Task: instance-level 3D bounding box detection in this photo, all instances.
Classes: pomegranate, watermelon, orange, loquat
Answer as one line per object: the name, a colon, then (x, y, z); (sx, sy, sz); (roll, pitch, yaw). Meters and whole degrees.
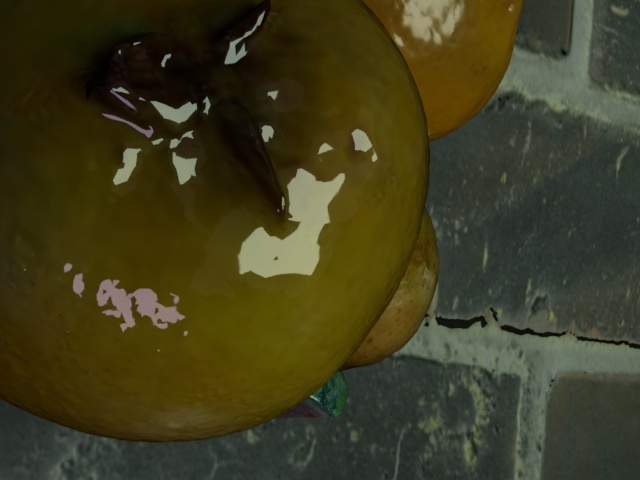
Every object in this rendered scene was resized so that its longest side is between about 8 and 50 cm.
pomegranate: (0.000, 0.000, 1.271); (0.196, 0.196, 0.196); (-3, 93, -52)
watermelon: (-0.019, 0.109, 1.339); (0.084, 0.092, 0.072); (-18, 144, -42)
orange: (0.053, -0.178, 1.331); (0.219, 0.193, 0.219); (26, 55, -43)
loquat: (-0.105, -0.037, 1.055); (0.328, 0.359, 0.328); (4, 71, -11)
